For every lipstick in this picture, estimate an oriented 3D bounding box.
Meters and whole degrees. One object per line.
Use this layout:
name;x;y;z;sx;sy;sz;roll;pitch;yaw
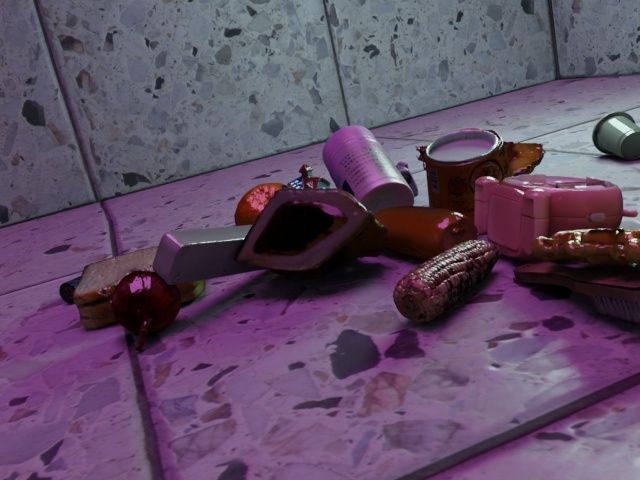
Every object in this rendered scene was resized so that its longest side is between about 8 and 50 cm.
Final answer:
lipstick;-0.558;0.091;1.617;0.053;0.054;0.234;-7;15;19

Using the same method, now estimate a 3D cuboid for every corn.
corn;0.213;0.057;1.063;0.086;0.086;0.253;2;21;43

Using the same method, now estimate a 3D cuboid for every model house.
model house;0.008;0.006;1.309;0.268;0.174;0.239;7;-14;26
model house;-0.035;-0.138;1.823;0.119;0.149;0.148;-27;19;-38

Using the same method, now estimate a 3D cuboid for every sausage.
sausage;0.182;-0.020;1.333;0.112;0.112;0.328;-21;15;-27

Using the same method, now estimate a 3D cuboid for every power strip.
power strip;-0.171;0.018;1.322;0.062;0.091;0.385;37;25;28

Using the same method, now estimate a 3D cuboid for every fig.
fig;-0.336;0.124;1.203;0.128;0.128;0.150;-3;23;30

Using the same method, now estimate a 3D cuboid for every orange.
orange;-0.120;-0.057;1.574;0.177;0.155;0.178;2;50;-2

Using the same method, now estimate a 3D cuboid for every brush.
brush;0.389;0.072;0.946;0.070;0.065;0.327;-21;8;-13

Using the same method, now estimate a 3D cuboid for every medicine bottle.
medicine bottle;0.110;-0.154;1.573;0.152;0.152;0.254;-16;44;-10

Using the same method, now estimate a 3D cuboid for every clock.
clock;0.435;-0.046;1.185;0.241;0.142;0.227;-7;14;-15

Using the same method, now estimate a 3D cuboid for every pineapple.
pineapple;0.412;-0.153;1.610;0.334;0.158;0.161;-5;-22;12

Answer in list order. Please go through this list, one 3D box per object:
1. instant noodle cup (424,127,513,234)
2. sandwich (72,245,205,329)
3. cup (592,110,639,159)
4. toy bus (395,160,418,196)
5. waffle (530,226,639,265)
instant noodle cup;0.324;-0.134;1.409;0.215;0.172;0.216;-14;29;8
sandwich;-0.388;0.088;1.412;0.273;0.095;0.249;-15;16;-6
cup;0.800;-0.273;1.716;0.120;0.120;0.141;-11;26;5
toy bus;0.158;-0.139;1.744;0.198;0.108;0.096;-16;16;-13
waffle;0.483;0.008;0.933;0.307;0.060;0.312;-2;3;-24
